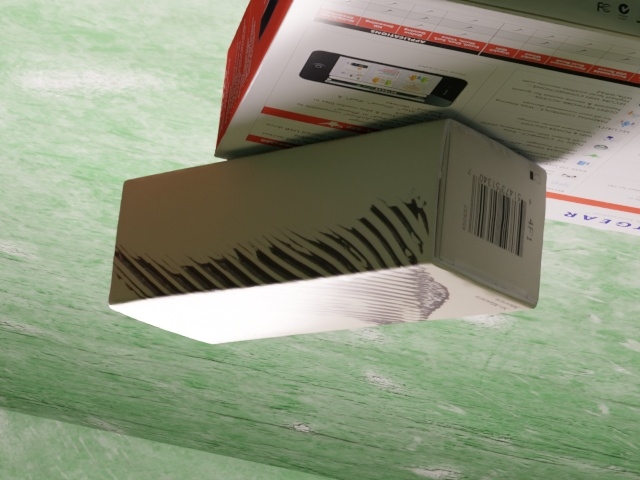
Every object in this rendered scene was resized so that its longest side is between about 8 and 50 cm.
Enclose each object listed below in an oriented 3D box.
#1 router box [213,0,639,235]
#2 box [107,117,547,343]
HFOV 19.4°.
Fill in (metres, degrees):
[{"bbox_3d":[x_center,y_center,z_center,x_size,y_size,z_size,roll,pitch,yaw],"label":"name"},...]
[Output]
[{"bbox_3d":[0.125,-0.103,1.112,0.335,0.082,0.301,10,162,-11],"label":"router box"},{"bbox_3d":[0.000,0.000,1.185,0.275,0.094,0.113,-10,157,41],"label":"box"}]
